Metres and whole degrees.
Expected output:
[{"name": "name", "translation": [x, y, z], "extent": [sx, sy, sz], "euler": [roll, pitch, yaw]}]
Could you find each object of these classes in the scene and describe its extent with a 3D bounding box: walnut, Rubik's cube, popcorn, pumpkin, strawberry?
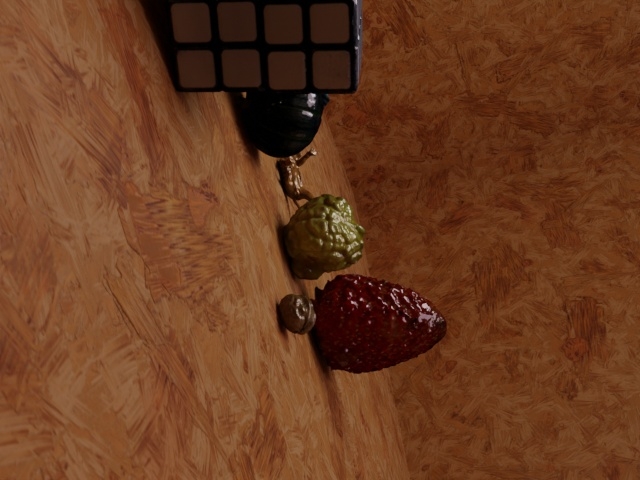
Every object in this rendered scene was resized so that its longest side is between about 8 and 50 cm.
[{"name": "walnut", "translation": [-0.051, 0.161, 1.636], "extent": [0.079, 0.082, 0.096], "euler": [27, 31, -38]}, {"name": "Rubik's cube", "translation": [-0.091, -0.481, 1.378], "extent": [0.344, 0.337, 0.344], "euler": [-83, 172, -61]}, {"name": "popcorn", "translation": [0.000, 0.000, 1.956], "extent": [0.206, 0.251, 0.237], "euler": [51, 46, -2]}, {"name": "pumpkin", "translation": [-0.108, -0.332, 1.836], "extent": [0.250, 0.216, 0.250], "euler": [-172, -90, -76]}, {"name": "strawberry", "translation": [0.148, 0.216, 1.966], "extent": [0.292, 0.343, 0.292], "euler": [33, 53, -58]}]

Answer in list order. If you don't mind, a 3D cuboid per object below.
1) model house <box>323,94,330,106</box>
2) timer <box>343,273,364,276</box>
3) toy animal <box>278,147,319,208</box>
[{"name": "model house", "translation": [-0.095, -0.407, 2.142], "extent": [0.261, 0.226, 0.241], "euler": [-12, 107, -79]}, {"name": "timer", "translation": [0.062, 0.209, 2.217], "extent": [0.175, 0.255, 0.175], "euler": [40, -25, 23]}, {"name": "toy animal", "translation": [-0.072, -0.157, 2.139], "extent": [0.116, 0.114, 0.255], "euler": [-39, -128, 51]}]
